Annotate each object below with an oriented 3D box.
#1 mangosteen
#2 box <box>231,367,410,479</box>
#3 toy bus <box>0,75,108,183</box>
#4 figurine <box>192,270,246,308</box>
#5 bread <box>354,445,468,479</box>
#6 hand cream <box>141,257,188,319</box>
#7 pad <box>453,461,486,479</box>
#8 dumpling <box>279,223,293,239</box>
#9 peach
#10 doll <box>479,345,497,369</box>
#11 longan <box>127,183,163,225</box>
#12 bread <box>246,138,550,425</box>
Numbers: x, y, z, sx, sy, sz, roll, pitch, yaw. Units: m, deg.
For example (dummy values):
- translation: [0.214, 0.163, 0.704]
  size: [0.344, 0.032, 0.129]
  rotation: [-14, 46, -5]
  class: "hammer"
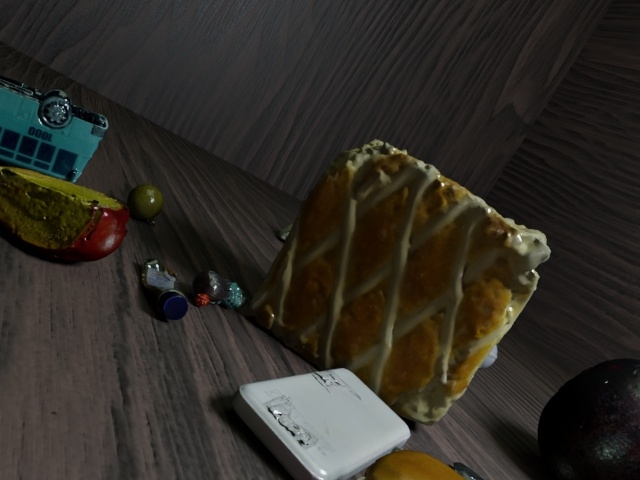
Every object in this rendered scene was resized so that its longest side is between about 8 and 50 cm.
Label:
- translation: [0.549, 0.363, 0.976]
  size: [0.300, 0.300, 0.300]
  rotation: [31, 8, -5]
  class: "mangosteen"
- translation: [0.015, 0.221, 0.683]
  size: [0.142, 0.044, 0.285]
  rotation: [38, 10, 27]
  class: "box"
- translation: [-0.502, -0.196, 0.910]
  size: [0.256, 0.147, 0.128]
  rotation: [21, 13, -30]
  class: "toy bus"
- translation: [-0.159, 0.085, 0.868]
  size: [0.106, 0.047, 0.060]
  rotation: [30, 48, -53]
  class: "figurine"
- translation: [0.129, 0.290, 0.468]
  size: [0.241, 0.107, 0.136]
  rotation: [34, 11, 22]
  class: "bread"
- translation: [-0.219, 0.068, 0.781]
  size: [0.062, 0.039, 0.163]
  rotation: [25, 4, -27]
  class: "hand cream"
- translation: [0.274, 0.389, 0.709]
  size: [0.233, 0.022, 0.174]
  rotation: [31, 9, 10]
  class: "pad"
- translation: [0.000, 0.000, 1.660]
  size: [0.250, 0.132, 0.162]
  rotation: [18, 14, 15]
  class: "dumpling"
- translation: [-0.338, -0.028, 0.712]
  size: [0.172, 0.093, 0.127]
  rotation: [16, 8, -18]
  class: "peach"
- translation: [0.362, 0.261, 1.383]
  size: [0.287, 0.151, 0.151]
  rotation: [27, 9, -48]
  class: "doll"
- translation: [-0.334, -0.066, 1.058]
  size: [0.075, 0.075, 0.083]
  rotation: [-85, 158, -81]
  class: "longan"
- translation: [0.131, 0.062, 0.930]
  size: [0.371, 0.390, 0.279]
  rotation: [35, 17, 11]
  class: "bread"
